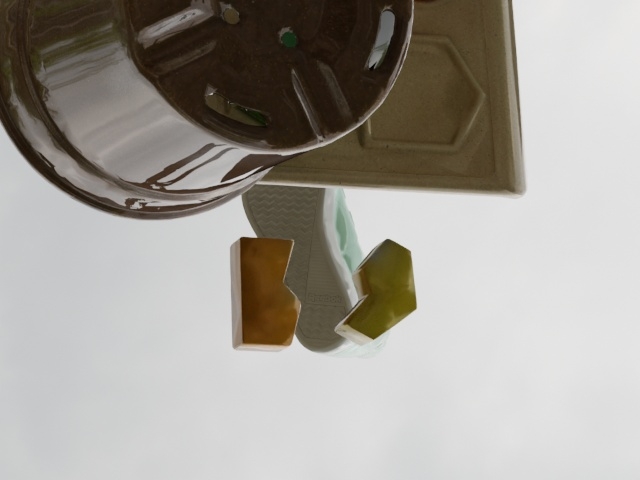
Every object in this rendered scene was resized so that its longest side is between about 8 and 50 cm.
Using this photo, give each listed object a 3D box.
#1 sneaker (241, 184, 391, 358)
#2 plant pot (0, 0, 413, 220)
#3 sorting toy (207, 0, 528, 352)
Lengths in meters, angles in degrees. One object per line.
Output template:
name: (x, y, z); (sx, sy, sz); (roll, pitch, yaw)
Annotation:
sneaker: (0.000, 0.001, 1.596); (0.094, 0.151, 0.256); (-18, -107, 16)
plant pot: (-0.049, -0.093, 0.708); (0.167, 0.167, 0.165); (-54, -161, -16)
sorting toy: (0.022, -0.088, 0.934); (0.041, 0.229, 0.307); (144, -53, -63)
